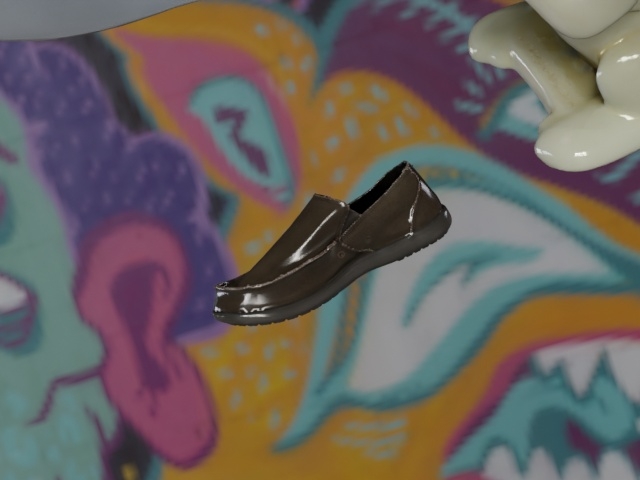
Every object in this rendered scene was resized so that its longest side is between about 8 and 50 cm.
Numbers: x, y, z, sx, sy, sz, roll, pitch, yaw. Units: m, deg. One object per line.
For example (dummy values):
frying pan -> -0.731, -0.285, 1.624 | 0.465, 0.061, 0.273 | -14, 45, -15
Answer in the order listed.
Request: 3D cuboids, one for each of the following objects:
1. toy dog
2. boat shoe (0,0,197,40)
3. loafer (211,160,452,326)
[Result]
toy dog -> 0.312, -0.326, 2.020 | 0.395, 0.408, 0.284 | -14, 43, 0
boat shoe -> -0.082, -0.149, 0.873 | 0.228, 0.076, 0.080 | -14, -34, -14
loafer -> 0.000, 0.000, 1.634 | 0.220, 0.078, 0.080 | -28, 15, -21
